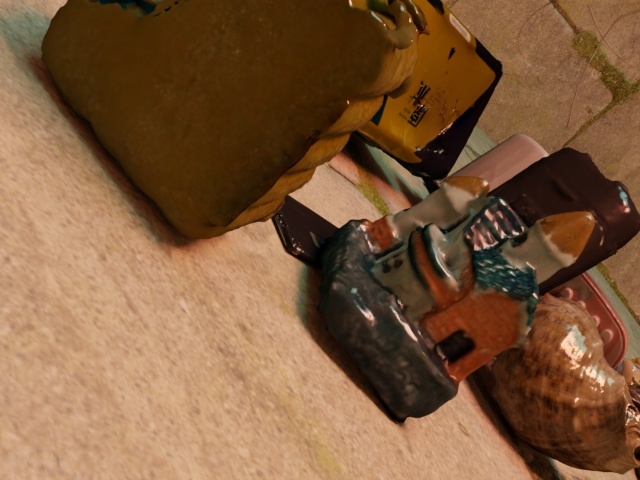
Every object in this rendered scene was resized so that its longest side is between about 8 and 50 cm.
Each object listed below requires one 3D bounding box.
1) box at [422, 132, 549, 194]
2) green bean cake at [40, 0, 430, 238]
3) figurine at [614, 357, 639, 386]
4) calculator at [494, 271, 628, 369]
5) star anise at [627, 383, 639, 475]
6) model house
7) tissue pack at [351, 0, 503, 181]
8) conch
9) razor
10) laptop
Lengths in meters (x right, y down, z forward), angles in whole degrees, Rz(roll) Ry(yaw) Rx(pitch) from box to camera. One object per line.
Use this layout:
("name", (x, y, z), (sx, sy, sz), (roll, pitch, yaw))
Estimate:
("box", (0.339, -0.095, 1.750), (0.291, 0.206, 0.262), (55, 0, 18))
("green bean cake", (-0.073, -0.188, 0.876), (0.285, 0.310, 0.202), (53, 20, 6))
("figurine", (0.663, 0.284, 2.020), (0.196, 0.114, 0.108), (37, 64, -11))
("calculator", (0.321, 0.102, 1.380), (0.048, 0.220, 0.330), (-10, 53, -43))
("star anise", (0.643, 0.386, 1.722), (0.331, 0.117, 0.332), (38, 23, -20))
("model house", (0.160, 0.025, 1.018), (0.184, 0.291, 0.253), (55, 17, -13))
("tissue pack", (0.100, -0.307, 1.567), (0.253, 0.264, 0.416), (33, 3, 38))
("conch", (0.311, 0.200, 1.231), (0.158, 0.210, 0.291), (2, 33, -20))
("razor", (0.262, -0.001, 1.267), (0.189, 0.326, 0.107), (60, -6, 43))
("laptop", (0.000, 0.000, 1.149), (0.180, 0.016, 0.129), (33, 24, -45))
